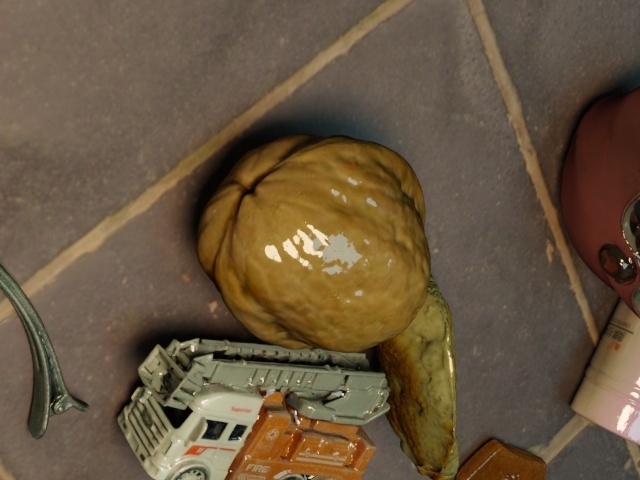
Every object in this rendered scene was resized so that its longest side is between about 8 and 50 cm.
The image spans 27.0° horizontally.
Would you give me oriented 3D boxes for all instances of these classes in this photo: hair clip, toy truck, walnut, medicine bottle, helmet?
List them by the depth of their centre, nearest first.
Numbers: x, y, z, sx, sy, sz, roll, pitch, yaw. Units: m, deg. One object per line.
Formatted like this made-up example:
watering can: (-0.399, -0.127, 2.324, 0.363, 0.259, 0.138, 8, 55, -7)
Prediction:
hair clip: (-0.313, 0.102, 1.420, 0.070, 0.039, 0.229, -29, 119, -26)
walnut: (0.000, 0.000, 1.485, 0.283, 0.227, 0.283, -20, 128, -28)
toy truck: (-0.080, 0.197, 1.542, 0.338, 0.133, 0.184, 15, 113, -40)
helmet: (0.441, -0.061, 1.823, 0.271, 0.197, 0.338, -29, 130, -34)
medicine bottle: (0.491, 0.170, 1.984, 0.152, 0.152, 0.254, 25, 92, -41)

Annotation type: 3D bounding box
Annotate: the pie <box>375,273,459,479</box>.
pie: (0.128, 0.160, 1.637, 0.105, 0.257, 0.274, -11, 118, -6)

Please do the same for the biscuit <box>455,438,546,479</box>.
biscuit: (0.241, 0.400, 1.961, 0.182, 0.034, 0.215, 27, 93, -40)
